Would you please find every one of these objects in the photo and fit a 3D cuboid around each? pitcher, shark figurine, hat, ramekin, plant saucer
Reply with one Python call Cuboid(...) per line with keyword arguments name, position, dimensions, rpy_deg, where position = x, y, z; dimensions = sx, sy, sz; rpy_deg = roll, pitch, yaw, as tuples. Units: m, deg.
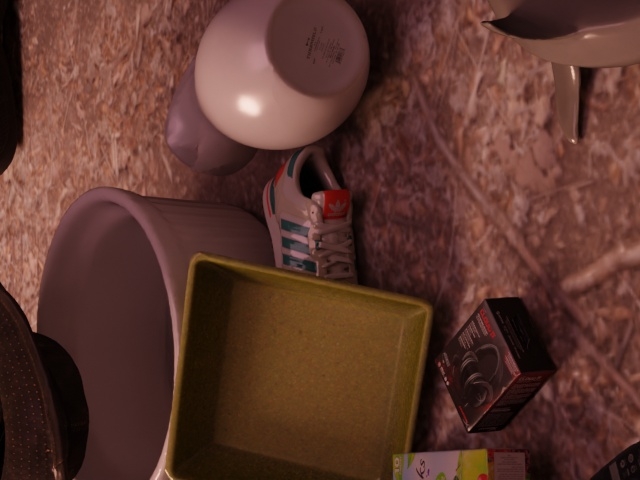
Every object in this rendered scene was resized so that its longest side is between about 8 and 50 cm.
Cuboid(name="pitcher", position=(-0.039, -0.152, 1.273), dimensions=(0.207, 0.125, 0.178), rpy_deg=(-20, 56, 65))
Cuboid(name="shark figurine", position=(0.159, -0.143, 0.960), dimensions=(0.278, 0.116, 0.166), rpy_deg=(1, 93, 59))
Cuboid(name="hat", position=(-0.291, 0.147, 1.396), dimensions=(0.331, 0.134, 0.331), rpy_deg=(8, 102, 38))
Cuboid(name="ramekin", position=(-0.129, 0.092, 1.389), dimensions=(0.277, 0.135, 0.277), rpy_deg=(4, 95, 57))
Cuboid(name="plant saucer", position=(-0.014, 0.110, 1.220), dimensions=(0.188, 0.045, 0.188), rpy_deg=(12, 106, 13))

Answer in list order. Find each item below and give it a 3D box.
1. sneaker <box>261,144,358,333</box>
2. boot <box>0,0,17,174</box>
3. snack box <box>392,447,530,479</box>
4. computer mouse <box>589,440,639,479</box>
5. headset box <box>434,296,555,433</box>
Cuboid(name="sneaker", position=(0.000, 0.000, 1.256), dimensions=(0.075, 0.057, 0.161), rpy_deg=(-55, 44, 50))
Cuboid(name="boot", position=(-0.467, -0.242, 1.914), dimensions=(0.284, 0.138, 0.378), rpy_deg=(-9, 88, 57))
Cuboid(name="snack box", position=(0.095, 0.194, 1.110), dimensions=(0.141, 0.037, 0.100), rpy_deg=(160, 112, -65))
Cuboid(name="computer mouse", position=(0.177, 0.186, 1.014), dimensions=(0.242, 0.041, 0.071), rpy_deg=(129, 139, -54))
Cuboid(name="headset box", position=(0.119, 0.082, 1.097), dimensions=(0.083, 0.032, 0.062), rpy_deg=(-56, 46, 43))
